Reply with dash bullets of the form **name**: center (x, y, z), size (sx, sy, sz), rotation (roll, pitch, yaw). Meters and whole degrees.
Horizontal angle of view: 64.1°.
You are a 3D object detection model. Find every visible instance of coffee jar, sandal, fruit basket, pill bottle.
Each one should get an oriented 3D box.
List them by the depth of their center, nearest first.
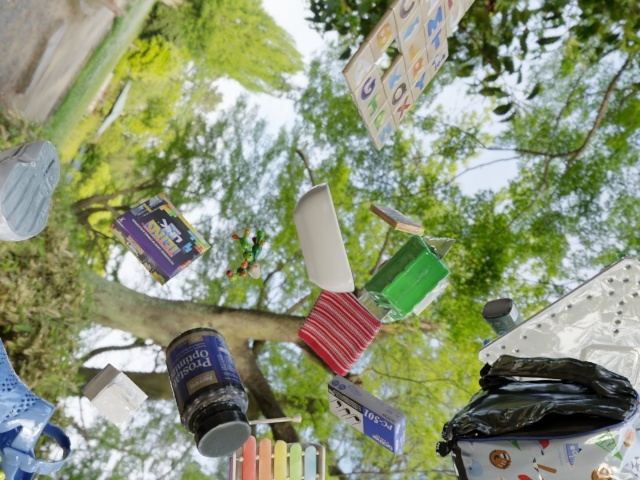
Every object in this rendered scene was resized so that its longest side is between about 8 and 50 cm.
- **sandal**: center (-0.523, 0.295, 0.880), size (0.126, 0.138, 0.317), rotation (-100, -175, -66)
- **pill bottle**: center (-0.204, 0.273, 0.933), size (0.123, 0.123, 0.219), rotation (-52, -138, 14)
- **coffee jar**: center (0.560, 0.257, 1.508), size (0.096, 0.184, 0.079), rotation (-18, -151, 42)
- **fruit basket**: center (0.262, 0.114, 1.601), size (0.327, 0.165, 0.353), rotation (-45, 180, -2)

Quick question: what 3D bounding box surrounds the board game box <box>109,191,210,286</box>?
- **board game box**: center (-0.350, -0.006, 1.130), size (0.048, 0.170, 0.141), rotation (-38, -174, 39)

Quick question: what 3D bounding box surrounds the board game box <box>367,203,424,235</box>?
- **board game box**: center (0.289, -0.087, 2.000), size (0.259, 0.124, 0.039), rotation (43, -62, 63)

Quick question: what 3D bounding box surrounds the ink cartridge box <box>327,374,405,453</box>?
- **ink cartridge box**: center (0.108, 0.416, 1.238), size (0.207, 0.097, 0.046), rotation (21, -143, 38)

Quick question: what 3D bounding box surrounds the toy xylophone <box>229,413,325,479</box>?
- **toy xylophone**: center (-0.144, 0.689, 1.633), size (0.081, 0.323, 0.236), rotation (157, -72, -66)

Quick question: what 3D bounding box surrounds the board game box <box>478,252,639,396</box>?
- **board game box**: center (0.623, 0.262, 1.115), size (0.390, 0.390, 0.050), rotation (-44, -172, 30)

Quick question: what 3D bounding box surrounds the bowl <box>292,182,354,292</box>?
- **bowl**: center (0.000, 0.000, 0.665), size (0.142, 0.053, 0.142), rotation (-150, -133, -89)

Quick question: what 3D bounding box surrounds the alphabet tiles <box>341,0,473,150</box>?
- **alphabet tiles**: center (0.118, -0.236, 0.590), size (0.009, 0.198, 0.237), rotation (36, -90, 21)

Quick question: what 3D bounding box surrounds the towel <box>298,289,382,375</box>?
- **towel**: center (0.046, 0.251, 1.452), size (0.031, 0.199, 0.275), rotation (-31, 156, -44)

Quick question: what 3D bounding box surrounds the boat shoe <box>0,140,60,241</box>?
- **boat shoe**: center (-0.357, -0.054, 0.580), size (0.226, 0.076, 0.083), rotation (-124, -155, -64)

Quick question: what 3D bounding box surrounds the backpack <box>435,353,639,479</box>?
- **backpack**: center (0.348, 0.303, 0.766), size (0.263, 0.213, 0.276), rotation (-24, 179, 35)

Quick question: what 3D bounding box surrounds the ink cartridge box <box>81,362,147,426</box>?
- **ink cartridge box**: center (-0.479, 0.358, 1.190), size (0.090, 0.092, 0.143), rotation (-48, -157, -25)

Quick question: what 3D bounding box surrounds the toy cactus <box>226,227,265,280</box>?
- **toy cactus**: center (-0.253, 0.069, 1.755), size (0.112, 0.180, 0.219), rotation (6, -127, 16)
